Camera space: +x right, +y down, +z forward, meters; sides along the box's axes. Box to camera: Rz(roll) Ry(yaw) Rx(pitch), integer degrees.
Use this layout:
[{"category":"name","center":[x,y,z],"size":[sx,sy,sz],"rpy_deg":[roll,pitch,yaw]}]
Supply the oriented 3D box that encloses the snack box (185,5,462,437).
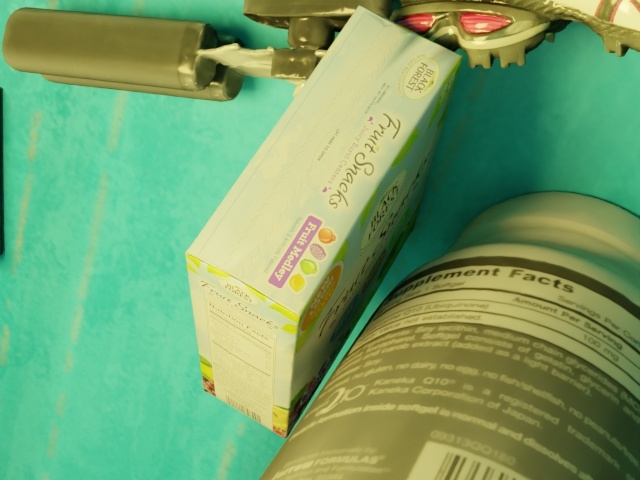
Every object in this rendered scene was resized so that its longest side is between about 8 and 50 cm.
[{"category":"snack box","center":[0.000,0.000,0.610],"size":[0.070,0.174,0.207],"rpy_deg":[28,156,11]}]

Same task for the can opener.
[{"category":"can opener","center":[-0.079,-0.133,0.696],"size":[0.280,0.074,0.093],"rpy_deg":[5,86,24]}]

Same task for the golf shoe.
[{"category":"golf shoe","center":[0.157,-0.151,0.529],"size":[0.272,0.105,0.120],"rpy_deg":[3,113,26]}]

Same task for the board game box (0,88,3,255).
[{"category":"board game box","center":[-0.377,-0.088,0.888],"size":[0.243,0.042,0.165],"rpy_deg":[22,127,15]}]

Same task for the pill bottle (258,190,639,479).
[{"category":"pill bottle","center":[0.092,0.130,0.564],"size":[0.210,0.363,0.210],"rpy_deg":[13,123,20]}]
